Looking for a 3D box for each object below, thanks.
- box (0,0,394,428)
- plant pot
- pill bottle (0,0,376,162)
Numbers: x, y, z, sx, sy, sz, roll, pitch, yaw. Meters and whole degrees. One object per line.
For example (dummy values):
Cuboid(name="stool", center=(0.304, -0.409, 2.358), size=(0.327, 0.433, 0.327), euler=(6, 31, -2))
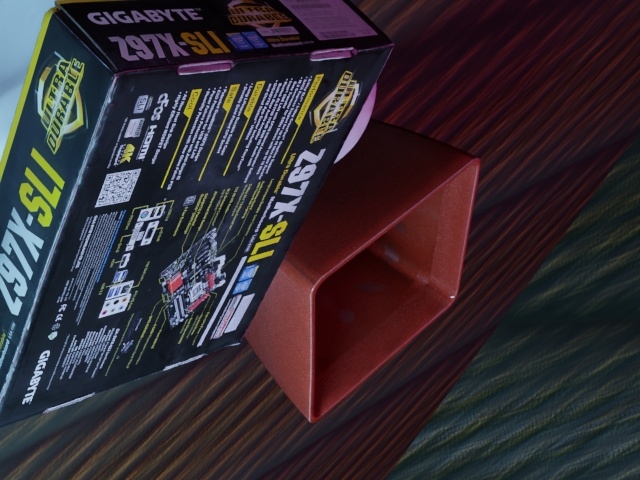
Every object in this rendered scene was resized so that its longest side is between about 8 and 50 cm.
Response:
Cuboid(name="box", center=(-0.114, -0.024, 0.813), size=(0.257, 0.079, 0.322), euler=(-18, 145, -47))
Cuboid(name="plant pot", center=(0.000, 0.000, 1.323), size=(0.267, 0.236, 0.267), euler=(-38, 149, -28))
Cuboid(name="pill bottle", center=(-0.122, -0.159, 0.954), size=(0.408, 0.229, 0.229), euler=(4, 119, -59))
